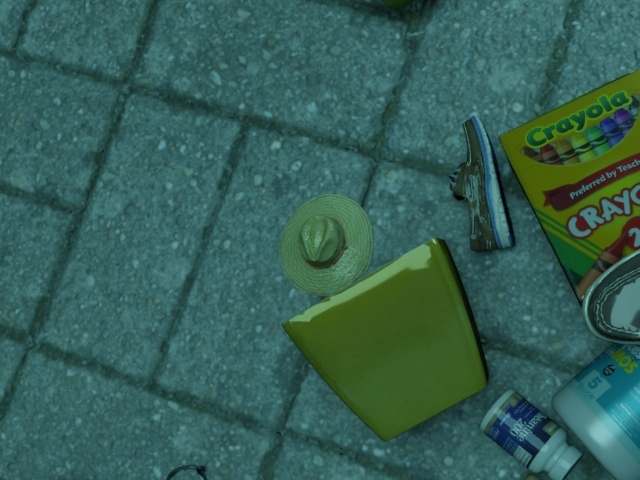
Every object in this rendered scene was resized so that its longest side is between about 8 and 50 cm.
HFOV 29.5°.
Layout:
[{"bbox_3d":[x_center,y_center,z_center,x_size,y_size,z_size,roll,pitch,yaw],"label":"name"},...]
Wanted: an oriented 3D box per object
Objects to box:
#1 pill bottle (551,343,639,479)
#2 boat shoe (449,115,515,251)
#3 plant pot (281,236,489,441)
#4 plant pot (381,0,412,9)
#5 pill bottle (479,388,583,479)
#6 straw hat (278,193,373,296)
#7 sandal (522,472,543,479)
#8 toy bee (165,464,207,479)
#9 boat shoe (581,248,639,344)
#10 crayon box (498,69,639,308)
[{"bbox_3d":[0.417,0.161,1.451,0.264,0.146,0.146,-42,71,3],"label":"pill bottle"},{"bbox_3d":[0.204,-0.074,1.601,0.066,0.066,0.183,-14,75,13],"label":"boat shoe"},{"bbox_3d":[0.104,0.129,1.522,0.212,0.212,0.187,-30,85,7],"label":"plant pot"},{"bbox_3d":[0.146,-0.463,1.619,0.275,0.275,0.293,46,107,19],"label":"plant pot"},{"bbox_3d":[0.264,0.246,1.514,0.120,0.067,0.067,38,90,19],"label":"pill bottle"},{"bbox_3d":[0.000,0.000,1.643,0.145,0.061,0.144,-3,77,14],"label":"straw hat"},{"bbox_3d":[0.231,0.406,1.479,0.079,0.088,0.240,27,81,25],"label":"sandal"},{"bbox_3d":[-0.101,0.398,1.532,0.298,0.162,0.195,8,82,16],"label":"toy bee"},{"bbox_3d":[0.451,0.044,1.334,0.325,0.097,0.116,-13,92,5],"label":"boat shoe"},{"bbox_3d":[0.356,-0.075,1.508,0.202,0.081,0.318,-26,54,8],"label":"crayon box"}]
